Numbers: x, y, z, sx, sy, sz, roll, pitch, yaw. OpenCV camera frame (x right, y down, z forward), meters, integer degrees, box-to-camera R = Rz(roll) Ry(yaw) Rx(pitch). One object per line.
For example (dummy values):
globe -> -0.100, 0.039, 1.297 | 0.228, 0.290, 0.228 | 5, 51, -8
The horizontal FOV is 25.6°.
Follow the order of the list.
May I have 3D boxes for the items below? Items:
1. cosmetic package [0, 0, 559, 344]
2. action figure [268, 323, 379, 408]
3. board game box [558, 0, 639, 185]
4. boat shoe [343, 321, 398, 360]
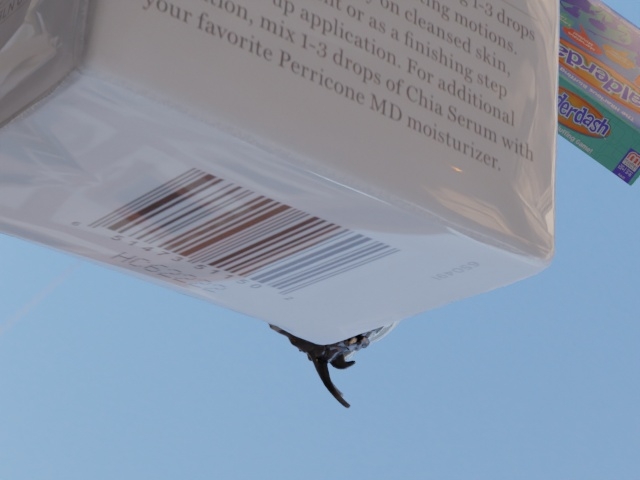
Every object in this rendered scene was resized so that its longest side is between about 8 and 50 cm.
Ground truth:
cosmetic package -> -0.021, -0.206, 0.652 | 0.161, 0.230, 0.453 | -23, -127, 48
action figure -> 0.000, 0.000, 1.237 | 0.141, 0.164, 0.276 | 11, -86, 1
board game box -> 0.245, -0.147, 1.246 | 0.160, 0.210, 0.047 | 36, -56, 5
boat shoe -> 0.084, -0.007, 1.503 | 0.118, 0.103, 0.320 | 32, -60, 6
